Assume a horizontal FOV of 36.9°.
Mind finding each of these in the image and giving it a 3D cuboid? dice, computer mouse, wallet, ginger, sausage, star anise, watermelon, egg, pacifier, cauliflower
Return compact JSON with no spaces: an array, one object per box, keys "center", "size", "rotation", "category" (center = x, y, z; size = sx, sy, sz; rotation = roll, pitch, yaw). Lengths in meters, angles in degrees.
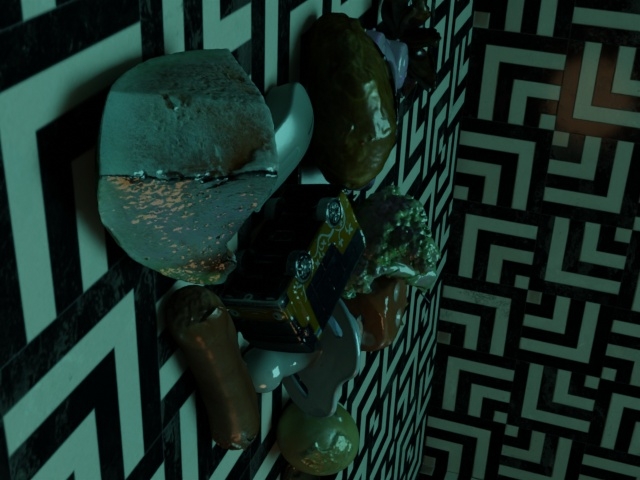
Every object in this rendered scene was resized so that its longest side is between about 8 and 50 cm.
[{"center":[0.094,0.124,2.117],"size":[0.175,0.174,0.179],"rotation":[-57,155,-49],"category":"dice"},{"center":[-0.068,-0.153,1.552],"size":[0.128,0.079,0.231],"rotation":[67,40,-59],"category":"computer mouse"},{"center":[-0.006,-0.106,1.751],"size":[0.110,0.031,0.198],"rotation":[-9,106,-35],"category":"wallet"},{"center":[0.056,-0.249,1.656],"size":[0.172,0.165,0.321],"rotation":[-13,-100,63],"category":"ginger"},{"center":[-0.153,0.208,1.469],"size":[0.419,0.094,0.094],"rotation":[81,-18,-51],"category":"sausage"},{"center":[0.189,-0.436,2.072],"size":[0.288,0.088,0.288],"rotation":[171,-90,-71],"category":"star anise"},{"center":[-0.127,-0.103,1.123],"size":[0.320,0.213,0.289],"rotation":[61,39,-49],"category":"watermelon"},{"center":[-0.003,0.405,1.975],"size":[0.201,0.164,0.164],"rotation":[38,62,-45],"category":"egg"},{"center":[-0.051,0.198,1.716],"size":[0.226,0.238,0.287],"rotation":[-16,150,-39],"category":"pacifier"},{"center":[0.157,0.024,1.955],"size":[0.315,0.239,0.256],"rotation":[39,36,-29],"category":"cauliflower"}]

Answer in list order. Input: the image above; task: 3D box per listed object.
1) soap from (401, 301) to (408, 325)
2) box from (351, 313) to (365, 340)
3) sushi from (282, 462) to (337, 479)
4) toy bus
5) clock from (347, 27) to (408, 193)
[{"center":[0.133,0.153,2.344],"size":[0.233,0.135,0.076],"rotation":[51,52,-71],"category":"soap"},{"center":[0.010,0.198,1.952],"size":[0.151,0.135,0.151],"rotation":[10,90,-73],"category":"box"},{"center":[-0.045,0.569,2.110],"size":[0.134,0.109,0.273],"rotation":[-48,161,-68],"category":"sushi"},{"center":[-0.040,0.047,1.600],"size":[0.275,0.138,0.167],"rotation":[-61,140,-38],"category":"toy bus"},{"center":[0.076,-0.253,1.910],"size":[0.295,0.113,0.322],"rotation":[-19,120,-72],"category":"clock"}]
